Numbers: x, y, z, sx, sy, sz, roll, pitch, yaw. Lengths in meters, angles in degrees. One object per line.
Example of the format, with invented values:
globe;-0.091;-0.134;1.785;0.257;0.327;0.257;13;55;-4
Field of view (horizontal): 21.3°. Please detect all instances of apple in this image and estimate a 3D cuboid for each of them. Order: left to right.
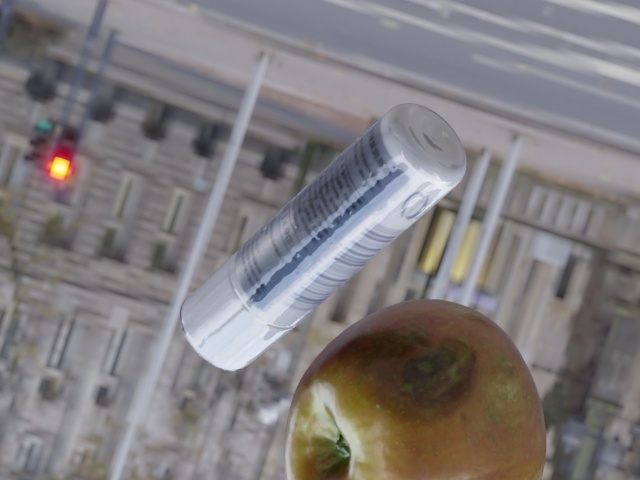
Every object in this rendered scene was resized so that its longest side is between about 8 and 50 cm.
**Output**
apple;0.038;0.083;0.694;0.102;0.114;0.099;-14;-140;-38

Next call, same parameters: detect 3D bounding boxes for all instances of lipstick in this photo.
lipstick;0.000;0.000;0.670;0.040;0.141;0.040;28;-140;-26
